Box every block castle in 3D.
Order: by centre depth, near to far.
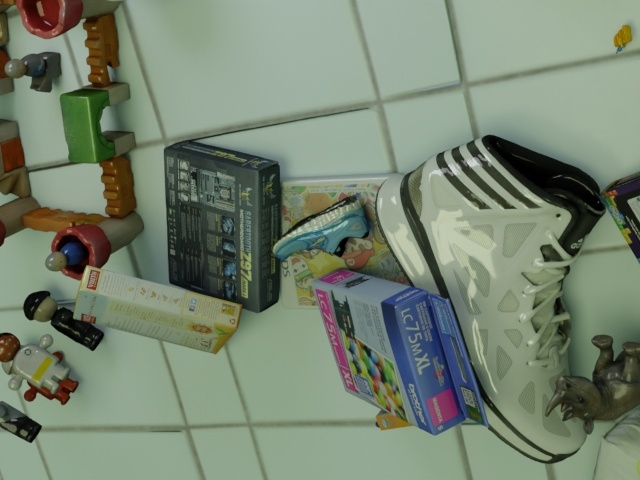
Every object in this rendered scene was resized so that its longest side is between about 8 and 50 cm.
[{"bbox_3d":[-0.463,-0.179,1.509,0.303,0.213,0.453,8,113,24],"label":"block castle"}]

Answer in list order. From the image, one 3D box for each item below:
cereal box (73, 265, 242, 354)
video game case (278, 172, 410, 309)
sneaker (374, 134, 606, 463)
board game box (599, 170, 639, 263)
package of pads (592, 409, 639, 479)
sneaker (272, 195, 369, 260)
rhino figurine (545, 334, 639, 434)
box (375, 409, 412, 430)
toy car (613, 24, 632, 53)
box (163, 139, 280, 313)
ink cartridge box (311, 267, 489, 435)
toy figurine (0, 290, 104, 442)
[{"bbox_3d":[-0.255,0.110,1.510,0.240,0.047,0.173,16,157,-12],"label":"cereal box"},{"bbox_3d":[0.030,0.006,1.449,0.227,0.026,0.206,-1,109,26],"label":"video game case"},{"bbox_3d":[0.273,0.071,1.254,0.257,0.169,0.447,-29,93,41],"label":"sneaker"},{"bbox_3d":[0.444,-0.014,1.197,0.141,0.048,0.170,-25,98,54],"label":"board game box"},{"bbox_3d":[0.487,0.380,1.261,0.296,0.101,0.229,29,131,37],"label":"package of pads"},{"bbox_3d":[0.000,0.000,1.410,0.162,0.063,0.073,-25,100,32],"label":"sneaker"},{"bbox_3d":[0.381,0.172,1.239,0.073,0.243,0.106,28,135,57],"label":"rhino figurine"},{"bbox_3d":[0.144,0.246,1.454,0.136,0.081,0.028,-13,103,29],"label":"box"},{"bbox_3d":[0.401,-0.205,1.189,0.040,0.060,0.122,132,119,-74],"label":"toy car"},{"bbox_3d":[-0.150,-0.022,1.492,0.183,0.059,0.232,15,117,31],"label":"box"},{"bbox_3d":[0.097,0.147,1.321,0.311,0.065,0.185,9,119,63],"label":"ink cartridge box"},{"bbox_3d":[-0.496,0.215,1.680,0.148,0.209,0.213,32,119,0],"label":"toy figurine"}]
